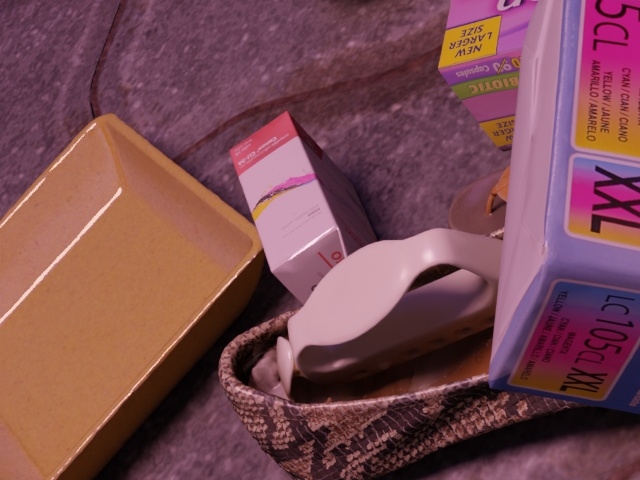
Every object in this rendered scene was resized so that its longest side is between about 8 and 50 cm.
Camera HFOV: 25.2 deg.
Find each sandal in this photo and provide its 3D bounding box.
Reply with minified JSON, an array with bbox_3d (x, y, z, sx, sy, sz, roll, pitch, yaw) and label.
[{"bbox_3d":[0.178,-0.041,1.118,0.180,0.049,0.072,-9,53,34],"label":"sandal"}]

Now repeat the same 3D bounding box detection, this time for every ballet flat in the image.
[{"bbox_3d":[0.138,0.041,0.985,0.483,0.182,0.164,-24,45,22],"label":"ballet flat"}]

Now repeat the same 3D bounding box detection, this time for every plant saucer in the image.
[{"bbox_3d":[-0.220,0.075,1.319,0.332,0.081,0.333,-48,41,-4],"label":"plant saucer"}]

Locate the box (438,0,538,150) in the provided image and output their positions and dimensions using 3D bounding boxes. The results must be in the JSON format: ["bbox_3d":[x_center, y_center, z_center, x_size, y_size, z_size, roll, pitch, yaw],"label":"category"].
[{"bbox_3d":[0.230,-0.220,1.169,0.214,0.117,0.242,-10,53,33],"label":"box"}]

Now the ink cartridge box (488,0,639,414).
[{"bbox_3d":[0.314,-0.025,0.830,0.396,0.151,0.270,11,58,-2],"label":"ink cartridge box"}]

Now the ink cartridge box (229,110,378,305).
[{"bbox_3d":[0.000,0.000,1.176,0.067,0.115,0.198,-34,42,11],"label":"ink cartridge box"}]
